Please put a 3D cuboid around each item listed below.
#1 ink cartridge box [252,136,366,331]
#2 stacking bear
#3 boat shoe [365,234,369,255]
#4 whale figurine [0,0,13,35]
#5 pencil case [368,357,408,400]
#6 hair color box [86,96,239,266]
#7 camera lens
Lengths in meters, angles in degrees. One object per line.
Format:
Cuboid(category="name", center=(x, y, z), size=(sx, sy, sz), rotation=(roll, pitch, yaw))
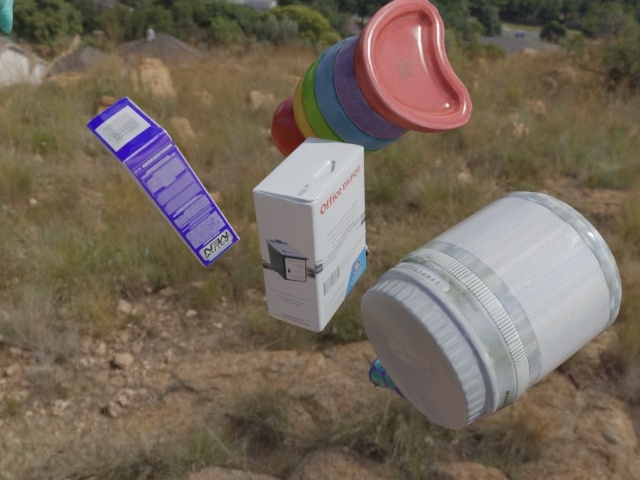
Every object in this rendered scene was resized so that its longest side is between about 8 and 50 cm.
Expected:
Cuboid(category="ink cartridge box", center=(-0.006, -0.009, 0.783), size=(0.082, 0.190, 0.139), rotation=(14, 40, 24))
Cuboid(category="stacking bear", center=(0.035, -0.187, 0.898), size=(0.164, 0.175, 0.289), rotation=(-21, 2, -36))
Cuboid(category="boat shoe", center=(-0.003, 0.002, 1.419), size=(0.306, 0.113, 0.104), rotation=(8, 59, -52))
Cuboid(category="whale figurine", center=(-0.664, -0.494, 1.223), size=(0.141, 0.216, 0.272), rotation=(-3, -9, 12))
Cuboid(category="pencil case", center=(0.165, 0.279, 1.240), size=(0.065, 0.070, 0.152), rotation=(-13, 22, -37))
Cuboid(category="hair color box", center=(-0.316, -0.114, 1.327), size=(0.110, 0.338, 0.185), rotation=(-40, 50, -12))
Cuboid(category="camera lens", center=(0.218, 0.080, 0.818), size=(0.274, 0.219, 0.219), rotation=(-30, 43, -20))
